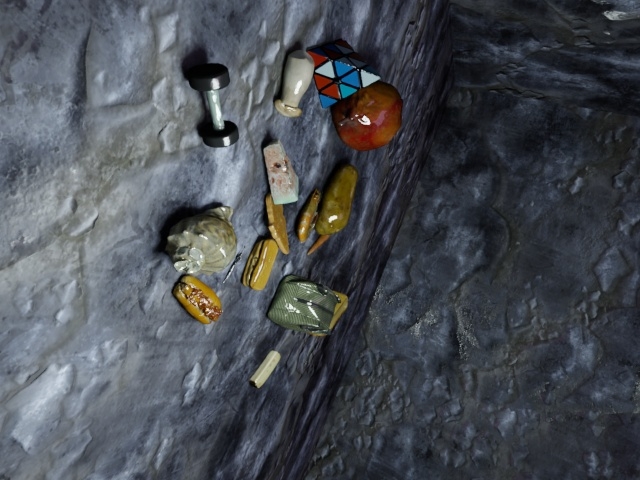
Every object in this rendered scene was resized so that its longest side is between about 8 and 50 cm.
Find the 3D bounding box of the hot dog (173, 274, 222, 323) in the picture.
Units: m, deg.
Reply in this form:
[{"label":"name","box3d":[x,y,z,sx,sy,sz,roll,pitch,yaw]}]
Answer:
[{"label":"hot dog","box3d":[-0.370,0.193,1.300,0.102,0.076,0.249,-62,156,-27]}]

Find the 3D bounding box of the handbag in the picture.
[{"label":"handbag","box3d":[-0.059,0.305,1.899,0.247,0.240,0.340,-69,157,-13]}]

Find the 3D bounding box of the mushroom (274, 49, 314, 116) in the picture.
[{"label":"mushroom","box3d":[-0.084,-0.512,1.355,0.097,0.088,0.212,9,107,-58]}]

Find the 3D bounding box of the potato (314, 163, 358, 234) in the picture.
[{"label":"potato","box3d":[0.086,-0.191,1.928,0.195,0.176,0.369,32,74,-44]}]

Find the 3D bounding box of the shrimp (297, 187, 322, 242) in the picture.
[{"label":"shrimp","box3d":[-0.044,-0.106,1.800,0.150,0.068,0.248,65,44,-75]}]

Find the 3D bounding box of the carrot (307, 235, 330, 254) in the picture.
[{"label":"carrot","box3d":[0.000,0.000,2.037,0.216,0.048,0.048,-49,150,-31]}]

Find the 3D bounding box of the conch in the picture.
[{"label":"conch","box3d":[-0.309,0.011,1.179,0.291,0.159,0.210,-48,148,-46]}]

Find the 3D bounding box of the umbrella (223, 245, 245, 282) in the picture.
[{"label":"umbrella","box3d":[-0.300,0.084,1.448,0.148,0.022,0.022,-60,180,-6]}]

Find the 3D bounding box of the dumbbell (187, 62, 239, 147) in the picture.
[{"label":"dumbbell","box3d":[-0.269,-0.340,1.056,0.100,0.100,0.191,-50,150,-39]}]

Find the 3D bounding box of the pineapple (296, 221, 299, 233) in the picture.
[{"label":"pineapple","box3d":[-0.089,-0.048,1.819,0.083,0.019,0.045,85,27,-44]}]

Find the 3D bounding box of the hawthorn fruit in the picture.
[{"label":"hawthorn fruit","box3d":[0.187,-0.525,1.710,0.308,0.308,0.325,-68,155,-5]}]

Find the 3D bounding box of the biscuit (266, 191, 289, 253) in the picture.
[{"label":"biscuit","box3d":[-0.160,-0.060,1.546,0.162,0.035,0.250,-62,140,-61]}]

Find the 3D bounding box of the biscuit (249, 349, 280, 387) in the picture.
[{"label":"biscuit","box3d":[-0.257,0.595,1.927,0.188,0.052,0.056,-52,135,-38]}]

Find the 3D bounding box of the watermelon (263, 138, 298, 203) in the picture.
[{"label":"watermelon","box3d":[-0.135,-0.258,1.444,0.241,0.094,0.154,70,24,-50]}]

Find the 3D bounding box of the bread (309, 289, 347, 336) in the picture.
[{"label":"bread","box3d":[0.008,0.378,2.182,0.275,0.185,0.114,-43,142,-49]}]

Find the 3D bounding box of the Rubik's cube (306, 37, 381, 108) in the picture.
[{"label":"Rubik's cube","box3d":[0.011,-0.625,1.524,0.234,0.284,0.250,6,137,-48]}]

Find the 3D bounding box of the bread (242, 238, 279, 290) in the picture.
[{"label":"bread","box3d":[-0.223,0.086,1.547,0.116,0.077,0.200,27,82,-66]}]
